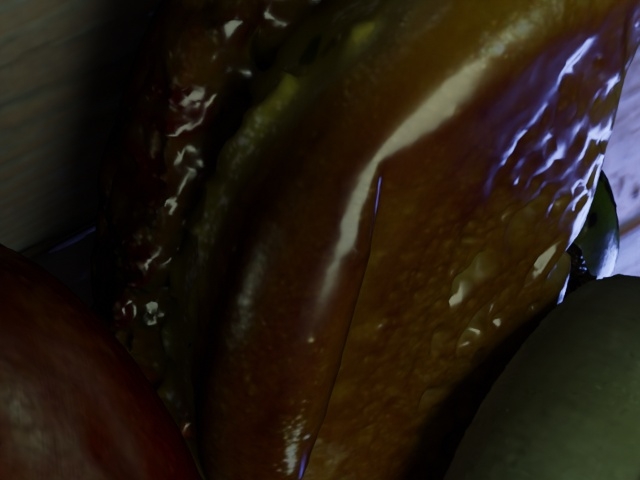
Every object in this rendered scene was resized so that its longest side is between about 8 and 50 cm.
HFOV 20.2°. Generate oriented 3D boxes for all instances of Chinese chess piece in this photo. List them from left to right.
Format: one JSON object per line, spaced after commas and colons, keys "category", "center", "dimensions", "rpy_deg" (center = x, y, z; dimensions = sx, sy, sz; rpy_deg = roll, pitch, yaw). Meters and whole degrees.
{"category": "Chinese chess piece", "center": [0.140, 0.125, 0.901], "dimensions": [0.238, 0.092, 0.237], "rpy_deg": [-42, 148, -34]}

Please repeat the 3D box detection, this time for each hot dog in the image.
{"category": "hot dog", "center": [-0.001, -0.001, 0.861], "dimensions": [0.223, 0.185, 0.405], "rpy_deg": [-17, 131, -39]}

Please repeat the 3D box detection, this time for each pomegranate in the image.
{"category": "pomegranate", "center": [0.118, 0.003, 1.014], "dimensions": [0.122, 0.161, 0.122], "rpy_deg": [-7, 115, -15]}

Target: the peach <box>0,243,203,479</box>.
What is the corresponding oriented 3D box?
{"category": "peach", "center": [-0.210, 0.199, 0.691], "dimensions": [0.335, 0.310, 0.406], "rpy_deg": [26, 114, -36]}
